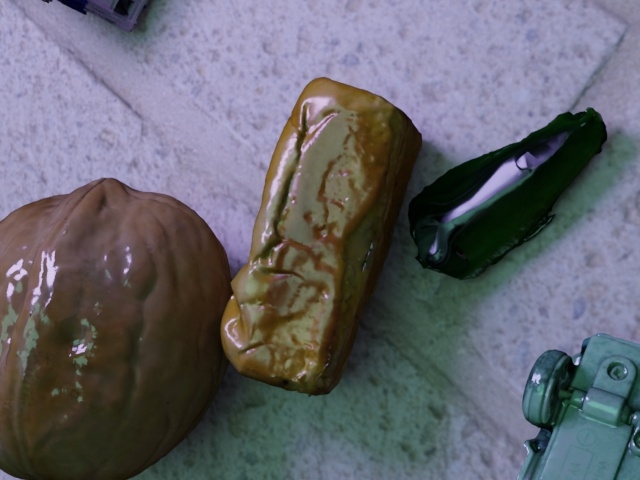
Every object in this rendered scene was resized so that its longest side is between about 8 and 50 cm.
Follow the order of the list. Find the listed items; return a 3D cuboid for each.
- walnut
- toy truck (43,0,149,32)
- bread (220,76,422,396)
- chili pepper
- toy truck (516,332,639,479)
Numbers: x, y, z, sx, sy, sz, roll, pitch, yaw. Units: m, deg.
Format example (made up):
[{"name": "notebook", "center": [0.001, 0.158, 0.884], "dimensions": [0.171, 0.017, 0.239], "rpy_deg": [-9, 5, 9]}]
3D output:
[{"name": "walnut", "center": [-0.232, 0.090, 1.018], "dimensions": [0.277, 0.252, 0.313], "rpy_deg": [0, 79, 39]}, {"name": "toy truck", "center": [-0.327, -0.359, 1.188], "dimensions": [0.268, 0.155, 0.124], "rpy_deg": [34, 97, 29]}, {"name": "bread", "center": [0.000, 0.000, 0.968], "dimensions": [0.132, 0.167, 0.294], "rpy_deg": [19, 90, 4]}, {"name": "chili pepper", "center": [0.174, -0.053, 0.946], "dimensions": [0.216, 0.062, 0.108], "rpy_deg": [-38, 68, 14]}, {"name": "toy truck", "center": [0.222, 0.214, 0.794], "dimensions": [0.155, 0.156, 0.279], "rpy_deg": [16, 64, 27]}]
